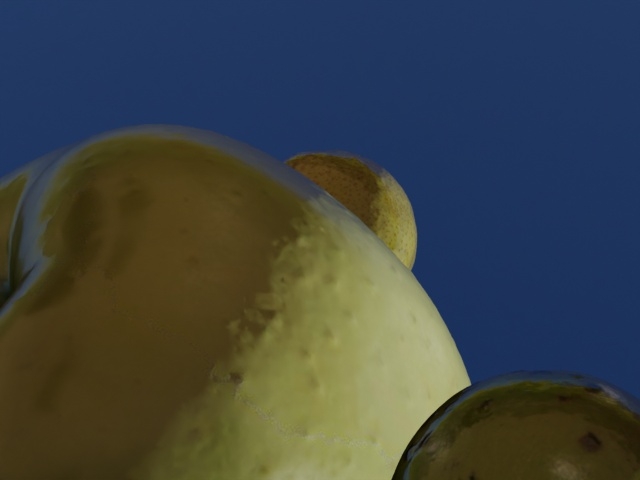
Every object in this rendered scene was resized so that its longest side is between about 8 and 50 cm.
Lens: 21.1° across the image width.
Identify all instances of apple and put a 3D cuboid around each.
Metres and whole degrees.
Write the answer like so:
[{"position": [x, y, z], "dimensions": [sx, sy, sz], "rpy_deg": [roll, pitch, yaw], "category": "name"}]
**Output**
[{"position": [-0.090, 0.125, 0.922], "dimensions": [0.357, 0.357, 0.357], "rpy_deg": [-9, -138, 8], "category": "apple"}]

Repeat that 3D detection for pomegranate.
[{"position": [0.078, 0.127, 0.617], "dimensions": [0.129, 0.129, 0.159], "rpy_deg": [6, -119, 23], "category": "pomegranate"}]

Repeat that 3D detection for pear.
[{"position": [0.000, 0.000, 1.422], "dimensions": [0.167, 0.167, 0.136], "rpy_deg": [-16, -123, 0], "category": "pear"}]
